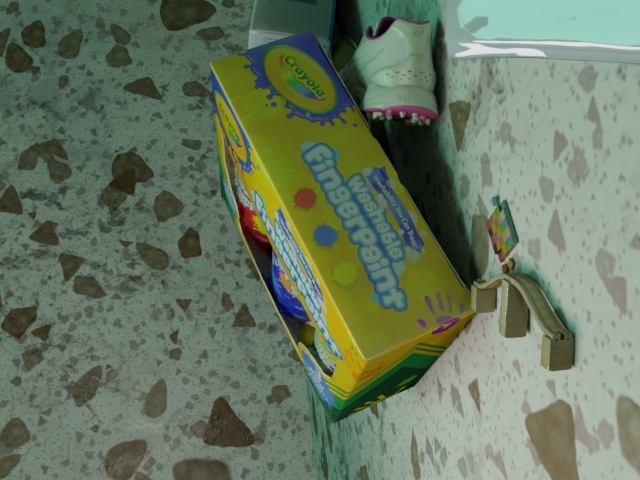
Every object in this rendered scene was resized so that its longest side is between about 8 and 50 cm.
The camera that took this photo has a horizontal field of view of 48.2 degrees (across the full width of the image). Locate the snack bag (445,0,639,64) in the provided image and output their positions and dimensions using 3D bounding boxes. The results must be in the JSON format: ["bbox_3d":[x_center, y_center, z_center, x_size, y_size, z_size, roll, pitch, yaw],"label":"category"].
[{"bbox_3d":[0.161,-0.239,0.315,0.323,0.037,0.343,23,121,49],"label":"snack bag"}]

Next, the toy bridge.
[{"bbox_3d":[0.193,0.065,0.712,0.188,0.026,0.063,-129,37,-74],"label":"toy bridge"}]

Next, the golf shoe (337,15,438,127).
[{"bbox_3d":[0.085,-0.235,1.005,0.306,0.115,0.140,-149,62,-69],"label":"golf shoe"}]

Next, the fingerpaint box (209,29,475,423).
[{"bbox_3d":[0.000,0.000,1.029,0.445,0.163,0.371,62,164,20],"label":"fingerpaint box"}]

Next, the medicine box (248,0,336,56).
[{"bbox_3d":[-0.055,-0.415,1.413,0.289,0.149,0.264,105,172,-67],"label":"medicine box"}]

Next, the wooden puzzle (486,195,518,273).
[{"bbox_3d":[0.190,-0.008,0.751,0.049,0.006,0.083,103,160,-62],"label":"wooden puzzle"}]

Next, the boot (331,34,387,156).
[{"bbox_3d":[0.036,-0.232,1.237,0.112,0.115,0.306,94,170,-62],"label":"boot"}]
